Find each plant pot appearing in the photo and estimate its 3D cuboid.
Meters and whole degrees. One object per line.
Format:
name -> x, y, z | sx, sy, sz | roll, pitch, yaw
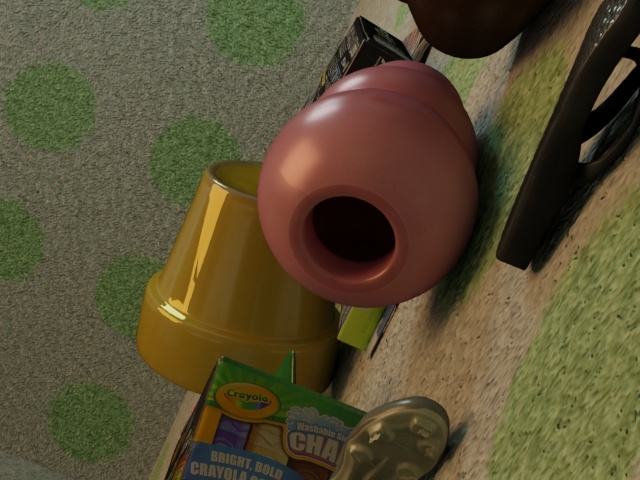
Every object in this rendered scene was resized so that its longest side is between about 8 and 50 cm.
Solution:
plant pot -> -0.082, 0.040, 1.610 | 0.254, 0.254, 0.239 | -89, 12, -72
plant pot -> 0.156, -0.285, 1.284 | 0.230, 0.215, 0.215 | 95, -168, -63

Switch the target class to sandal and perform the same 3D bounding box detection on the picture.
sandal -> 0.189, -0.078, 0.929 | 0.255, 0.054, 0.097 | 106, -172, -48

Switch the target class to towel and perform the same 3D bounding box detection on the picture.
towel -> 0.125, -0.250, 2.050 | 0.197, 0.029, 0.144 | -154, 85, -85

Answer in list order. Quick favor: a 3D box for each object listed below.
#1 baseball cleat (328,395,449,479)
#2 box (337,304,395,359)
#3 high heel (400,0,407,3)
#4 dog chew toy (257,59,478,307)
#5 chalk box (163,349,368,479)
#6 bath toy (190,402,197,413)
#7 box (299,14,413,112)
baseball cleat -> 0.053, 0.164, 1.086 | 0.206, 0.072, 0.109 | -55, 7, 47
box -> 0.060, 0.049, 1.520 | 0.178, 0.042, 0.109 | -82, 16, -68
high heel -> 0.132, -0.346, 1.817 | 0.181, 0.127, 0.377 | -58, 8, -10
dog chew toy -> 0.063, -0.077, 1.297 | 0.207, 0.206, 0.332 | -63, 0, 31
chalk box -> -0.056, 0.242, 1.236 | 0.180, 0.179, 0.289 | 119, 171, -51
bath toy -> -0.094, 0.245, 1.761 | 0.151, 0.129, 0.348 | -11, 54, 38
box -> 0.015, -0.159, 1.921 | 0.318, 0.097, 0.395 | -57, 8, 11
